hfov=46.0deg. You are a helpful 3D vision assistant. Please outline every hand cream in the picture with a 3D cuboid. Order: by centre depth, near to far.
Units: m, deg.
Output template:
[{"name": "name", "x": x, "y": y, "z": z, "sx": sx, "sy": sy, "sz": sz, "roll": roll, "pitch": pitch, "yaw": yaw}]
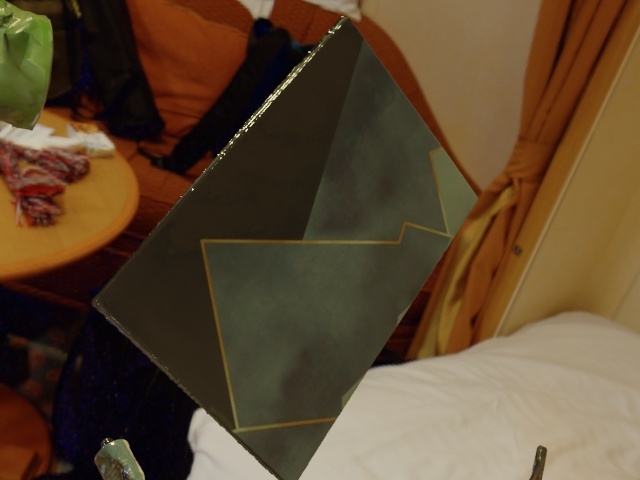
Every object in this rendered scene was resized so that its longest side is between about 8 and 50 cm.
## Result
[{"name": "hand cream", "x": -0.239, "y": 0.362, "z": 0.980, "sx": 0.052, "sy": 0.075, "sz": 0.248, "roll": 16, "pitch": 32, "yaw": -48}]

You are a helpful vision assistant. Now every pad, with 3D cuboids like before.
[{"name": "pad", "x": 0.000, "y": 0.000, "z": 0.450, "sx": 0.004, "sy": 0.163, "sz": 0.243, "roll": -6, "pitch": 41, "yaw": 53}]

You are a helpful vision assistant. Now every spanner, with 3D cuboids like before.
[{"name": "spanner", "x": 0.199, "y": 0.237, "z": 0.717, "sx": 0.012, "sy": 0.046, "sz": 0.208, "roll": 11, "pitch": 4, "yaw": 22}]

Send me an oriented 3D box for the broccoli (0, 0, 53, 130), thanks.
[{"name": "broccoli", "x": -0.271, "y": -0.119, "z": 0.379, "sx": 0.269, "sy": 0.254, "sz": 0.269, "roll": 11, "pitch": 70, "yaw": -32}]
